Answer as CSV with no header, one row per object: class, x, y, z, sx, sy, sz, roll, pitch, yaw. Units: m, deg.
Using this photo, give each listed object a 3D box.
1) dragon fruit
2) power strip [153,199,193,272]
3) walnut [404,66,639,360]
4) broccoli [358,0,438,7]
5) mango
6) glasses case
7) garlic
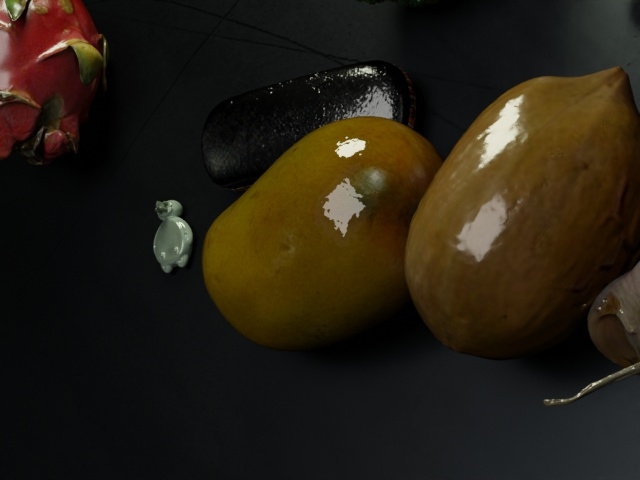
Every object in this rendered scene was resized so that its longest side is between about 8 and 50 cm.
dragon fruit,-0.357,-0.205,2.101,0.224,0.224,0.227,-38,36,21
power strip,-0.170,-0.007,2.001,0.055,0.035,0.083,-20,65,31
walnut,0.200,-0.025,1.619,0.203,0.203,0.298,38,97,39
broccoli,0.080,-0.373,1.834,0.242,0.261,0.269,-106,17,-55
mango,0.000,0.000,1.781,0.317,0.173,0.211,-27,58,41
glasses case,-0.016,-0.120,1.900,0.266,0.067,0.103,-11,75,34
garlic,0.309,0.113,1.498,0.207,0.207,0.256,18,49,40
